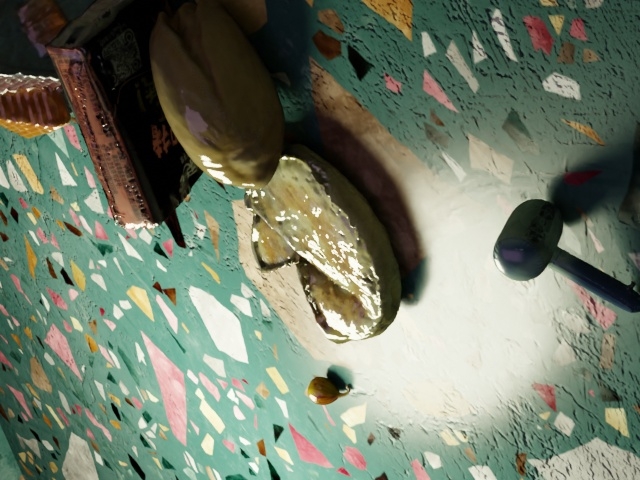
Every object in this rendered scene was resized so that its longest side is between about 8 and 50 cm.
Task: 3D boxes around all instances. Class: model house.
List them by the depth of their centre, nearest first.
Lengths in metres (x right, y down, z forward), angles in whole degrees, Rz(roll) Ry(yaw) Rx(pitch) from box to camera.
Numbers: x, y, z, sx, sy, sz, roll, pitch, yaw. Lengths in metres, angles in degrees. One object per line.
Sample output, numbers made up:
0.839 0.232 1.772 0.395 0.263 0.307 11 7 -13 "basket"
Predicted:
-0.496 -0.290 2.206 0.360 0.339 0.297 -4 115 56 "model house"

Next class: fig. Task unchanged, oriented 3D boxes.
0.016 0.257 2.318 0.083 0.050 0.050 -5 118 35 "fig"

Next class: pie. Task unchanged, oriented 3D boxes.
0.000 0.000 2.052 0.337 0.075 0.338 31 137 34 "pie"

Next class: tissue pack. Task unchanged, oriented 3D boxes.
-0.279 -0.208 2.051 0.123 0.245 0.332 3 128 29 "tissue pack"

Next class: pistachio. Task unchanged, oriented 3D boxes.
-0.148 -0.208 1.962 0.293 0.162 0.181 62 179 -1 "pistachio"

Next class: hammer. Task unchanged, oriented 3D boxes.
0.306 0.030 1.639 0.194 0.116 0.069 30 130 5 "hammer"
